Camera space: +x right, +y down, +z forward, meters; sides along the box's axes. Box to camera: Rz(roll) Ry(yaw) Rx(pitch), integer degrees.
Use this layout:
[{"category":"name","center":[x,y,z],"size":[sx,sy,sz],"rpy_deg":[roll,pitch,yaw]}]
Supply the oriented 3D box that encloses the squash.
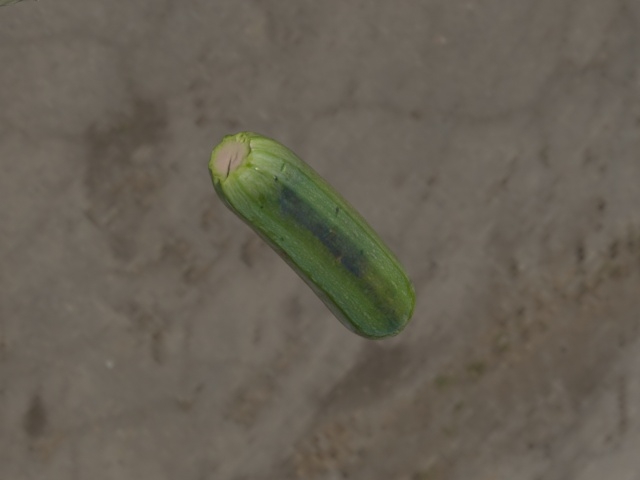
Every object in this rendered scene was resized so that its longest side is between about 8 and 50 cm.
[{"category":"squash","center":[0.000,0.000,1.292],"size":[0.066,0.066,0.229],"rpy_deg":[-47,133,-1]}]

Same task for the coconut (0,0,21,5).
[{"category":"coconut","center":[-0.205,-0.253,0.895],"size":[0.254,0.297,0.297],"rpy_deg":[-3,130,-21]}]
